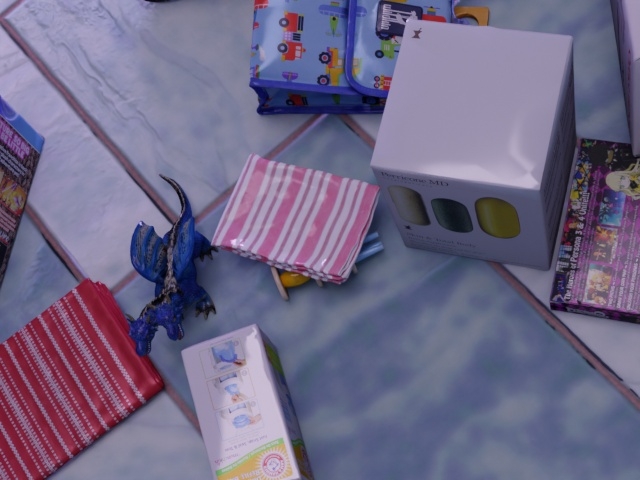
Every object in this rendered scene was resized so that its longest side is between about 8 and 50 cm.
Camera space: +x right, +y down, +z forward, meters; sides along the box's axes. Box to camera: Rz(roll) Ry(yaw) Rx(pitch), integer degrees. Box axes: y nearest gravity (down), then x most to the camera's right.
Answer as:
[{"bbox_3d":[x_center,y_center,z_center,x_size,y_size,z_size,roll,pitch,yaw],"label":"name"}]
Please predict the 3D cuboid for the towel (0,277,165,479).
[{"bbox_3d":[-0.363,0.201,1.513,0.275,0.031,0.199,-37,68,-1],"label":"towel"}]

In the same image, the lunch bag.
[{"bbox_3d":[0.058,-0.292,1.559,0.293,0.138,0.221,2,79,3],"label":"lunch bag"}]

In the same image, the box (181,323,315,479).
[{"bbox_3d":[-0.087,0.226,1.392,0.103,0.114,0.203,-19,66,4],"label":"box"}]

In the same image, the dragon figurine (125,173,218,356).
[{"bbox_3d":[-0.196,0.020,1.481,0.085,0.144,0.289,-5,68,11],"label":"dragon figurine"}]

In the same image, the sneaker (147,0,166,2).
[{"bbox_3d":[-0.148,-0.445,1.671,0.290,0.106,0.123,-6,70,12],"label":"sneaker"}]

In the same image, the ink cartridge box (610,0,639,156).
[{"bbox_3d":[0.429,-0.277,1.393,0.117,0.207,0.283,-6,58,12],"label":"ink cartridge box"}]

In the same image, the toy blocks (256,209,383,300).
[{"bbox_3d":[0.000,0.000,1.493,0.148,0.054,0.123,-22,64,2],"label":"toy blocks"}]

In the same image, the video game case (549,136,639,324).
[{"bbox_3d":[0.411,-0.007,1.405,0.210,0.042,0.232,9,71,16],"label":"video game case"}]

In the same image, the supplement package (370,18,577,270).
[{"bbox_3d":[0.197,-0.111,1.374,0.199,0.263,0.198,10,72,17],"label":"supplement package"}]

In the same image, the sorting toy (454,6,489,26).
[{"bbox_3d":[0.215,-0.439,1.616,0.196,0.047,0.348,-8,68,10],"label":"sorting toy"}]

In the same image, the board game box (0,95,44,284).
[{"bbox_3d":[-0.528,-0.068,1.546,0.141,0.232,0.291,6,70,16],"label":"board game box"}]

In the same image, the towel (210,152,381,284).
[{"bbox_3d":[-0.033,-0.033,1.467,0.197,0.029,0.144,16,71,18],"label":"towel"}]
